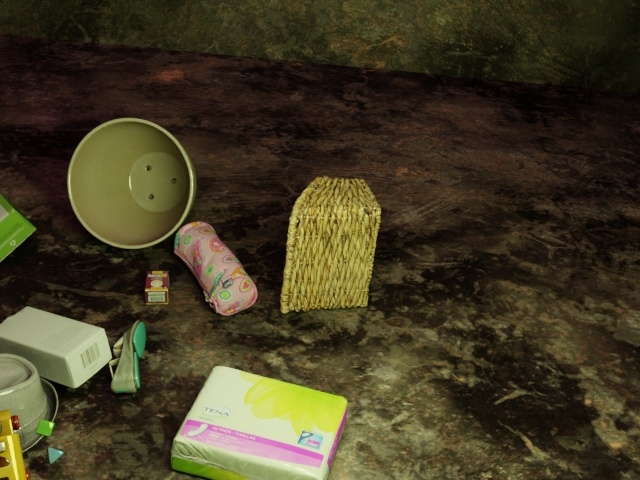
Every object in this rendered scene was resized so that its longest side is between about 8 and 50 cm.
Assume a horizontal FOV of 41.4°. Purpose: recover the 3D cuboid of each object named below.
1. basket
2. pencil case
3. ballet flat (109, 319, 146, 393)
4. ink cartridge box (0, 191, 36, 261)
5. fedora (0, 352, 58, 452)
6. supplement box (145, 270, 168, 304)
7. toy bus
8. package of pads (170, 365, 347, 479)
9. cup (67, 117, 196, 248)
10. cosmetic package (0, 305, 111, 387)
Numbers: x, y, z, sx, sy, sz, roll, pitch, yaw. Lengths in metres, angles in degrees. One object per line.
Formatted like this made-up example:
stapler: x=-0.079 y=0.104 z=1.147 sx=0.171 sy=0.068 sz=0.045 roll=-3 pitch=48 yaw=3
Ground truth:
basket: x=0.000 y=0.000 z=2.045 sx=0.223 sy=0.299 sz=0.213 roll=-3 pitch=33 yaw=-14
pencil case: x=-0.262 y=0.067 z=2.069 sx=0.124 sy=0.124 sz=0.284 roll=-12 pitch=38 yaw=-26
ballet flat: x=-0.417 y=0.245 z=1.813 sx=0.068 sy=0.072 sz=0.213 roll=-8 pitch=33 yaw=-2
ink cartridge box: x=-0.874 y=-0.007 z=2.124 sx=0.255 sy=0.097 sz=0.189 roll=-45 pitch=51 yaw=-9
fedora: x=-0.645 y=0.308 z=1.624 sx=0.275 sy=0.124 sz=0.244 roll=-16 pitch=38 yaw=-31
supplement box: x=-0.393 y=0.113 z=2.043 sx=0.055 sy=0.043 sz=0.083 roll=-1 pitch=33 yaw=-8
toy bus: x=-0.569 y=0.372 z=1.482 sx=0.202 sy=0.104 sz=0.191 roll=33 pitch=66 yaw=-8
package of pads: x=-0.111 y=0.368 z=1.638 sx=0.297 sy=0.101 sz=0.229 roll=12 pitch=34 yaw=9
cup: x=-0.466 y=-0.153 z=2.245 sx=0.331 sy=0.331 sz=0.237 roll=10 pitch=6 yaw=6
cosmetic package: x=-0.569 y=0.221 z=1.781 sx=0.231 sy=0.085 sz=0.117 roll=11 pitch=32 yaw=29
